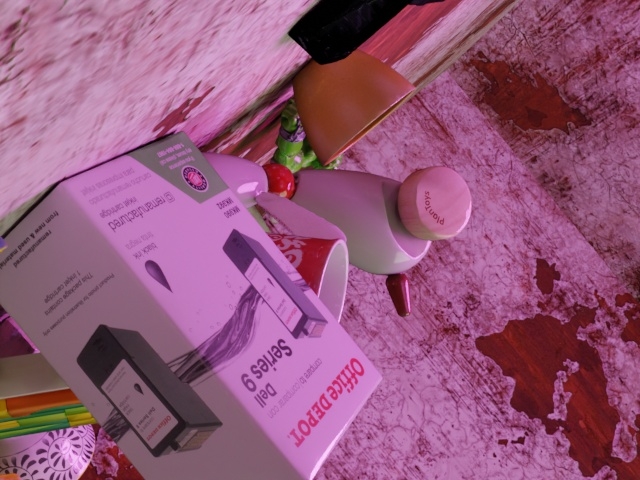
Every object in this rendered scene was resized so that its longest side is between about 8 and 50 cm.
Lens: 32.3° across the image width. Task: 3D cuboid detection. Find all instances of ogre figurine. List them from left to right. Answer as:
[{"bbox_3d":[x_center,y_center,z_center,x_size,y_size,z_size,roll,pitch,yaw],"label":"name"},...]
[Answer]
[{"bbox_3d":[-0.003,-0.148,1.427,0.118,0.097,0.197,-61,-177,35],"label":"ogre figurine"}]

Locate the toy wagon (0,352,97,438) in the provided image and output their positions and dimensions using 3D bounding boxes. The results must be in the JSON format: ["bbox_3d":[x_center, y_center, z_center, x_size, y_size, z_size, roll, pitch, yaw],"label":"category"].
[{"bbox_3d":[-0.251,0.147,1.142,0.344,0.068,0.267,-7,165,-12],"label":"toy wagon"}]

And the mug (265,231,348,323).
[{"bbox_3d":[-0.067,0.051,1.077,0.150,0.169,0.113,79,24,-56],"label":"mug"}]

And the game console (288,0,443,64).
[{"bbox_3d":[0.101,-0.259,1.069,0.213,0.044,0.361,-38,-179,20],"label":"game console"}]

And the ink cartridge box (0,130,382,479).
[{"bbox_3d":[-0.103,0.073,0.911,0.121,0.289,0.211,-39,-179,26],"label":"ink cartridge box"}]

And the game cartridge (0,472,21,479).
[{"bbox_3d":[-0.485,0.338,1.109,0.285,0.053,0.324,1,143,-39],"label":"game cartridge"}]

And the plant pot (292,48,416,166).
[{"bbox_3d":[0.024,-0.161,1.224,0.134,0.095,0.134,-39,180,0],"label":"plant pot"}]

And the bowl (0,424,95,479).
[{"bbox_3d":[-0.358,0.228,1.297,0.170,0.080,0.170,-7,-143,5],"label":"bowl"}]

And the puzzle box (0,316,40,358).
[{"bbox_3d":[-0.349,0.117,1.461,0.272,0.052,0.409,-39,180,27],"label":"puzzle box"}]

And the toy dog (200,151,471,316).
[{"bbox_3d":[0.000,0.000,1.208,0.333,0.161,0.220,1,169,-10],"label":"toy dog"}]

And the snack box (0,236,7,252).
[{"bbox_3d":[-0.258,0.063,0.467,0.207,0.070,0.174,-41,180,30],"label":"snack box"}]
